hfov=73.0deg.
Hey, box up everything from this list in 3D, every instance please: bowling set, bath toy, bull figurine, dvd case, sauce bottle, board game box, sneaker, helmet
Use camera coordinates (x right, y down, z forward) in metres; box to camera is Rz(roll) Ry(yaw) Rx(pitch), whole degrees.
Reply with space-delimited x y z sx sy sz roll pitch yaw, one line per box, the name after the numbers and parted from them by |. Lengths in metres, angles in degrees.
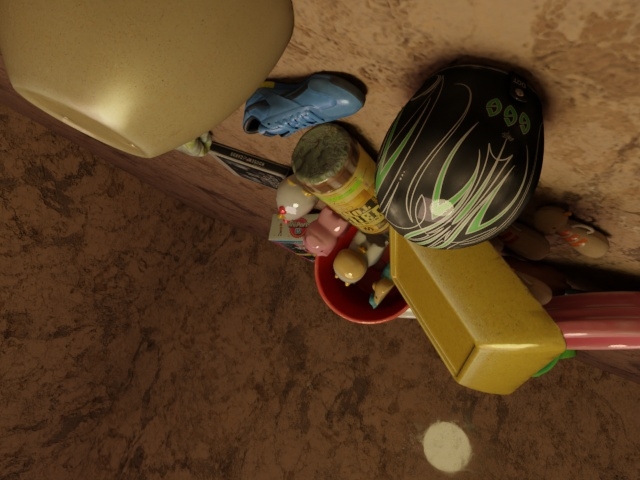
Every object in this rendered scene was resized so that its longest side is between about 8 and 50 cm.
0.291 0.046 0.717 0.154 0.200 0.287 27 168 -17 | bowling set
0.027 -0.007 0.977 0.348 0.129 0.151 41 -142 14 | bath toy
0.362 0.074 0.939 0.310 0.101 0.188 14 178 4 | bull figurine
-0.160 -0.179 1.125 0.238 0.030 0.179 22 173 18 | dvd case
0.084 -0.077 0.779 0.111 0.112 0.344 18 172 38 | sauce bottle
0.000 0.000 1.479 0.223 0.098 0.303 1 163 29 | board game box
-0.030 -0.169 0.581 0.209 0.082 0.069 15 167 43 | sneaker
0.134 -0.071 0.440 0.169 0.162 0.169 23 173 3 | helmet

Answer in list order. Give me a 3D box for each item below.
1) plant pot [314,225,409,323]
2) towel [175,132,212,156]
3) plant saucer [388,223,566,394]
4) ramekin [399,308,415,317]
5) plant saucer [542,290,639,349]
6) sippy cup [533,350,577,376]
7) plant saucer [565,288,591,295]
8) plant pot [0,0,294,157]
0.144 0.067 1.130 0.274 0.275 0.243 21 -177 15 | plant pot
-0.387 -0.284 0.833 0.320 0.090 0.374 25 173 -5 | towel
0.203 0.086 0.701 0.333 0.080 0.333 60 174 30 | plant saucer
0.283 0.152 1.419 0.277 0.135 0.277 7 155 3 | ramekin
0.539 0.161 0.842 0.331 0.084 0.332 1 163 0 | plant saucer
0.699 0.337 1.513 0.305 0.240 0.224 46 -169 19 | sippy cup
0.585 0.127 1.065 0.067 0.018 0.192 28 173 -31 | plant saucer
-0.192 -0.198 0.436 0.284 0.191 0.284 22 172 3 | plant pot
